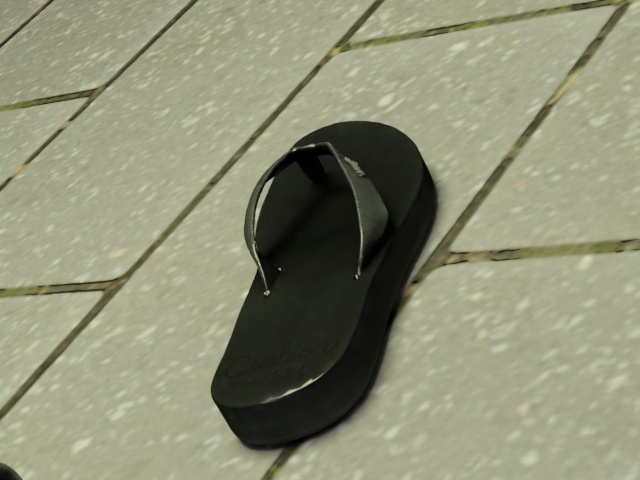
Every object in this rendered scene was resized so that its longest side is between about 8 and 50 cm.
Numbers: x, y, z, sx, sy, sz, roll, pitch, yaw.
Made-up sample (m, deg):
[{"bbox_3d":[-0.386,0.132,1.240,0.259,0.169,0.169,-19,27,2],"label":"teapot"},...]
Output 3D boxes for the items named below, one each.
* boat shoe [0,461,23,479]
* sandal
[{"bbox_3d":[-0.174,0.180,0.718,0.102,0.108,0.301,-23,18,15],"label":"boat shoe"},{"bbox_3d":[0.001,0.000,0.927,0.097,0.054,0.254,-21,26,17],"label":"sandal"}]
